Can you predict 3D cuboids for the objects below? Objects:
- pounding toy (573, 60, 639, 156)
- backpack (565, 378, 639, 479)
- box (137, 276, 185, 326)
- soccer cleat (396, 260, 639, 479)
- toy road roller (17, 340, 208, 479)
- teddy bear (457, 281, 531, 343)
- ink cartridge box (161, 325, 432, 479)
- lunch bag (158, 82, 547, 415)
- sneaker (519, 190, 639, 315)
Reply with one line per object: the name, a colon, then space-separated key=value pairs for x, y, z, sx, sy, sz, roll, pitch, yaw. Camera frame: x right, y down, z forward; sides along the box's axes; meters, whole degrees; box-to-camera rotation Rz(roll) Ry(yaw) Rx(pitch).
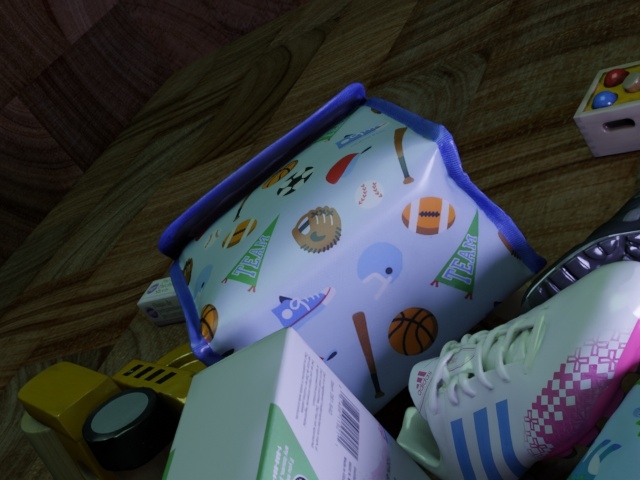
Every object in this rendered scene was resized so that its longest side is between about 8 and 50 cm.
pounding toy: x=0.424 y=-0.198 z=1.115 sx=0.141 sy=0.100 sz=0.130 roll=-7 pitch=39 yaw=47
backpack: x=0.265 y=0.205 z=0.495 sx=0.355 sy=0.273 sz=0.290 roll=-54 pitch=30 yaw=-11
box: x=-0.190 y=0.088 z=1.470 sx=0.324 sy=0.063 sz=0.067 roll=-13 pitch=33 yaw=41
soccer cleat: x=0.152 y=0.121 z=0.702 sx=0.116 sy=0.143 sz=0.331 roll=-59 pitch=-9 yaw=-41
toy road roller: x=-0.206 y=0.236 z=1.095 sx=0.329 sy=0.202 sz=0.240 roll=2 pitch=33 yaw=47
teddy bear: x=0.111 y=0.089 z=1.056 sx=0.338 sy=0.113 sz=0.245 roll=-4 pitch=47 yaw=38
ink cartridge box: x=0.004 y=0.244 z=0.700 sx=0.117 sy=0.278 sz=0.201 roll=-30 pitch=26 yaw=23
lunch bag: x=0.000 y=0.000 z=0.969 sx=0.328 sy=0.239 sz=0.385 roll=-39 pitch=23 yaw=1
sneaker: x=0.307 y=0.003 z=0.762 sx=0.283 sy=0.107 sz=0.124 roll=-30 pitch=11 yaw=6
